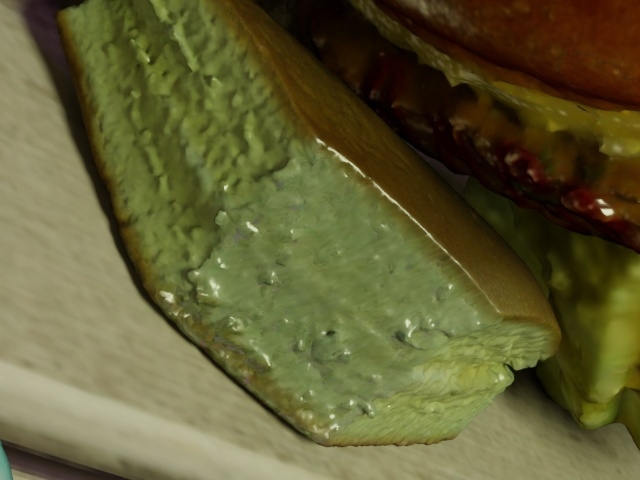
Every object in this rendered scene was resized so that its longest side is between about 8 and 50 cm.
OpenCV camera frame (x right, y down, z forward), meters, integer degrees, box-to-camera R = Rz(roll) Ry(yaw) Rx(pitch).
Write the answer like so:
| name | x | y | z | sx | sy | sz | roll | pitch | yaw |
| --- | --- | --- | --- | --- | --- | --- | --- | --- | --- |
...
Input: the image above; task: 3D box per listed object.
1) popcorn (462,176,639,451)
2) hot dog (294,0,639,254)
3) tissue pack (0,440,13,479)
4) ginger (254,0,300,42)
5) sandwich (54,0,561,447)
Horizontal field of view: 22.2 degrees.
| name | x | y | z | sx | sy | sz | roll | pitch | yaw |
| --- | --- | --- | --- | --- | --- | --- | --- | --- | --- |
| popcorn | 0.203 | -0.008 | 0.823 | 0.282 | 0.282 | 0.247 | -96 | -174 | -48 |
| hot dog | 0.140 | -0.101 | 0.629 | 0.405 | 0.223 | 0.185 | 24 | -28 | 32 |
| tissue pack | -0.104 | 0.148 | 0.208 | 0.201 | 0.124 | 0.271 | 13 | 48 | -52 |
| ginger | -0.106 | -0.147 | 0.664 | 0.288 | 0.075 | 0.089 | 31 | 27 | -36 |
| sandwich | 0.000 | 0.000 | 0.630 | 0.258 | 0.094 | 0.096 | 43 | 22 | -23 |
